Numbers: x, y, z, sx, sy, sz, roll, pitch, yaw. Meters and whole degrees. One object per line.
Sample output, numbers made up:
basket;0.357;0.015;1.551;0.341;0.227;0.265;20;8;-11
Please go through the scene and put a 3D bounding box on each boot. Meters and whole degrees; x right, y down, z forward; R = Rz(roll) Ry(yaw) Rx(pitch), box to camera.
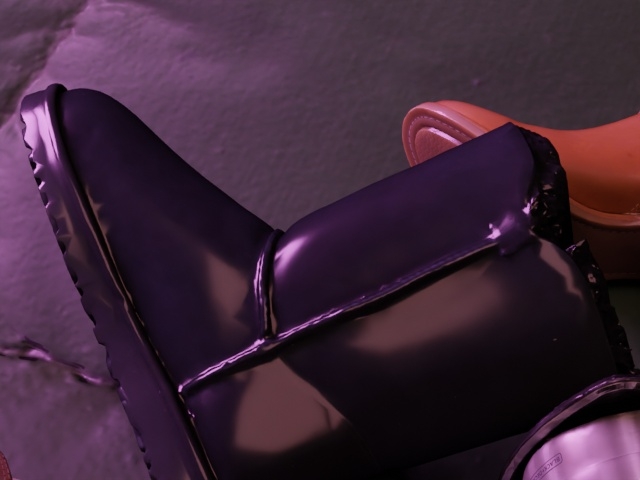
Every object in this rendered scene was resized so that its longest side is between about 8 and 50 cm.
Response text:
boot;0.152;-0.041;0.783;0.197;0.073;0.152;33;57;14
boot;0.000;0.000;0.708;0.207;0.094;0.246;-25;63;-1

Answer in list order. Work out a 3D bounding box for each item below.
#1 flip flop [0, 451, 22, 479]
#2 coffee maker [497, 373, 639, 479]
flip flop;-0.176;0.104;0.661;0.277;0.080;0.112;31;59;21
coffee maker;0.168;0.148;0.606;0.171;0.120;0.178;-6;54;-6
